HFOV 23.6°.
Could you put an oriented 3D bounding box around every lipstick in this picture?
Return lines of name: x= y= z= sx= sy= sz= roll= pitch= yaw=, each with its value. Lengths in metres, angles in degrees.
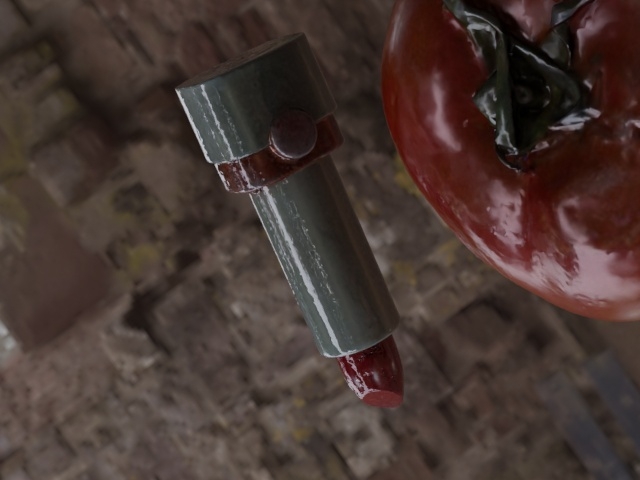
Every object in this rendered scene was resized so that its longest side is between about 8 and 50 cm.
lipstick: x=0.001 y=0.000 z=0.717 sx=0.186 sy=0.063 sz=0.057 roll=65 pitch=161 yaw=-13

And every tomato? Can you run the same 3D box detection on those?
tomato: x=0.112 y=-0.059 z=0.615 sx=0.187 sy=0.187 sz=0.151 roll=54 pitch=-154 yaw=15
